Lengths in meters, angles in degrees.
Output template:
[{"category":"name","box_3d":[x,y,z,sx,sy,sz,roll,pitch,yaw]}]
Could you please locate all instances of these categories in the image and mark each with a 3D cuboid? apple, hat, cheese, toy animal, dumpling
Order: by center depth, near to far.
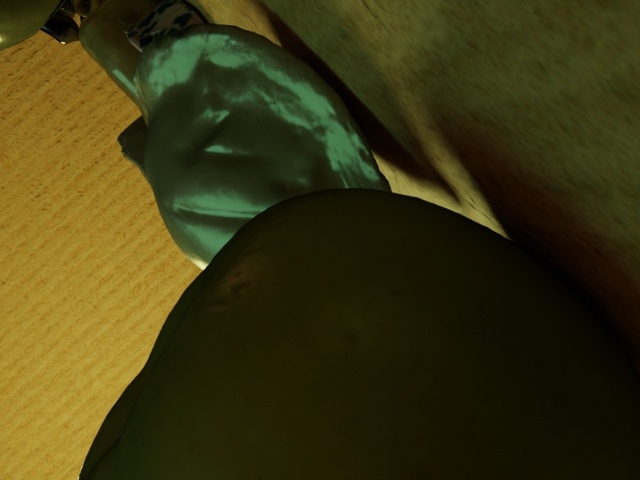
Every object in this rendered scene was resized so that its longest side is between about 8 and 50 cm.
[{"category":"apple","box_3d":[0.034,0.145,0.640,0.357,0.357,0.357,48,177,3]},{"category":"dumpling","box_3d":[-0.039,-0.072,0.833,0.175,0.243,0.227,-71,-30,-49]},{"category":"cheese","box_3d":[-0.200,-0.215,1.311,0.218,0.117,0.235,49,177,8]},{"category":"hat","box_3d":[-0.336,-0.374,1.595,0.059,0.076,0.077,-87,-4,-64]},{"category":"toy animal","box_3d":[-0.426,-0.405,1.685,0.185,0.122,0.298,-1,-128,-47]}]

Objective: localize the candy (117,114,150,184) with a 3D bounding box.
[{"category":"candy","box_3d":[-0.154,-0.115,1.469,0.195,0.185,0.137,51,174,23]}]

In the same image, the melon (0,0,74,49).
[{"category":"melon","box_3d":[-0.393,-0.335,1.100,0.330,0.268,0.268,39,-178,-30]}]

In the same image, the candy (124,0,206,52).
[{"category":"candy","box_3d":[-0.131,-0.182,1.165,0.092,0.073,0.160,38,170,49]}]
